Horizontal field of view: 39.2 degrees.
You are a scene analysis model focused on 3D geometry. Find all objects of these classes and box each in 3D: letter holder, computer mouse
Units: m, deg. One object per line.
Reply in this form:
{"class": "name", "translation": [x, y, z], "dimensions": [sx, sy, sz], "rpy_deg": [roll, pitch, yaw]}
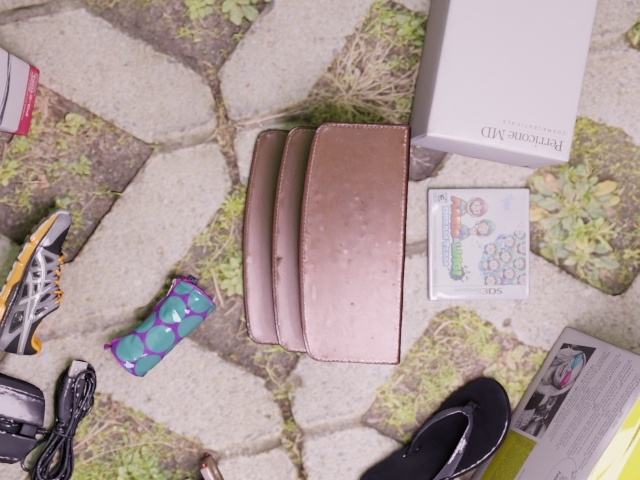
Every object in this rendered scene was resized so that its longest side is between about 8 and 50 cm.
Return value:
{"class": "letter holder", "translation": [0.000, 0.000, 1.189], "dimensions": [0.214, 0.152, 0.301], "rpy_deg": [3, 91, -1]}
{"class": "computer mouse", "translation": [-0.454, 0.224, 1.212], "dimensions": [0.272, 0.072, 0.188], "rpy_deg": [17, 91, -3]}

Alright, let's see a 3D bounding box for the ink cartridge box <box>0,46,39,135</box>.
{"class": "ink cartridge box", "translation": [-0.472, -0.204, 1.119], "dimensions": [0.172, 0.237, 0.100], "rpy_deg": [12, 91, -3]}

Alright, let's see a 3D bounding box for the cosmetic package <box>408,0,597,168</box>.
{"class": "cosmetic package", "translation": [0.247, -0.292, 1.191], "dimensions": [0.197, 0.155, 0.365], "rpy_deg": [9, 90, -5]}

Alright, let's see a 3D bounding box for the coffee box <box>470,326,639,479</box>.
{"class": "coffee box", "translation": [0.404, 0.355, 1.120], "dimensions": [0.338, 0.334, 0.338], "rpy_deg": [33, 90, -3]}

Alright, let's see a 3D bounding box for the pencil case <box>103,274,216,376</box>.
{"class": "pencil case", "translation": [-0.216, 0.116, 1.224], "dimensions": [0.151, 0.064, 0.070], "rpy_deg": [-45, 108, -1]}

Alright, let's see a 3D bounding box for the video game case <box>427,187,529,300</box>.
{"class": "video game case", "translation": [0.222, 0.006, 1.262], "dimensions": [0.143, 0.019, 0.157], "rpy_deg": [-1, 91, -3]}

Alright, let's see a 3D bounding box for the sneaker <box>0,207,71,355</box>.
{"class": "sneaker", "translation": [-0.382, 0.057, 1.214], "dimensions": [0.083, 0.084, 0.215], "rpy_deg": [25, 94, -16]}

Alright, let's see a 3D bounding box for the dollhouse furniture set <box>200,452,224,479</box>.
{"class": "dollhouse furniture set", "translation": [-0.179, 0.382, 1.171], "dimensions": [0.129, 0.184, 0.129], "rpy_deg": [-27, 92, -2]}

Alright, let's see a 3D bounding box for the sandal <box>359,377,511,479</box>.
{"class": "sandal", "translation": [0.159, 0.288, 1.227], "dimensions": [0.254, 0.054, 0.097], "rpy_deg": [-42, 58, -1]}
